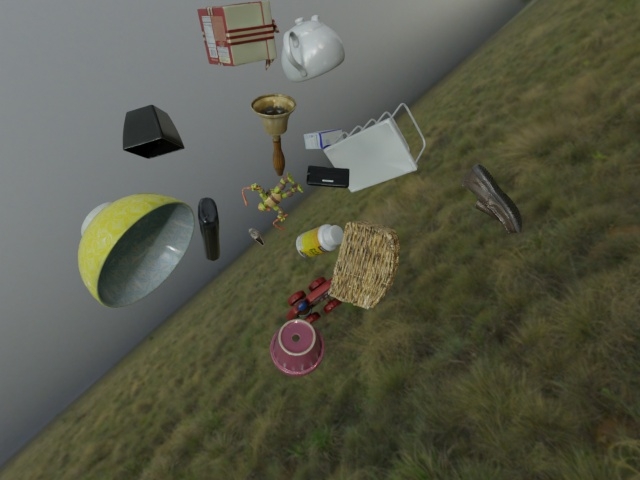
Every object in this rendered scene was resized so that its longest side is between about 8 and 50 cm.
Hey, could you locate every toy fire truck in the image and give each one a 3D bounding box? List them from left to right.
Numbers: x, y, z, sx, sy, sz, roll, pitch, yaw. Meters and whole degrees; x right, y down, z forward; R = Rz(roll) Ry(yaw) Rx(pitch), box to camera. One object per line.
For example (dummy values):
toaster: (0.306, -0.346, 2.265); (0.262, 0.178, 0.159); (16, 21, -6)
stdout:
toy fire truck: (-0.037, 0.284, 1.915); (0.302, 0.169, 0.254); (-33, -17, -8)

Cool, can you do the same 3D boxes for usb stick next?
usb stick: (-0.276, -0.020, 0.998); (0.045, 0.077, 0.278); (-9, -18, -16)

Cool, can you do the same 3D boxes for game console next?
game console: (0.022, -0.179, 1.176); (0.071, 0.122, 0.107); (94, 180, -54)

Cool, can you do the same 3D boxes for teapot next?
teapot: (-0.045, -0.702, 1.445); (0.253, 0.187, 0.256); (-31, 33, -10)

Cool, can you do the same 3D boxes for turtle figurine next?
turtle figurine: (-0.182, -0.178, 1.697); (0.217, 0.269, 0.087); (-34, 32, 14)

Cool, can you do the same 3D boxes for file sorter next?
file sorter: (0.197, -0.327, 1.412); (0.278, 0.192, 0.173); (-15, 30, 42)

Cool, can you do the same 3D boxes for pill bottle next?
pill bottle: (0.000, 0.000, 1.742); (0.215, 0.117, 0.117); (-20, 20, 46)

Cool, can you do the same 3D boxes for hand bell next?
hand bell: (-0.130, -0.295, 1.190); (0.126, 0.126, 0.241); (-45, -28, -34)

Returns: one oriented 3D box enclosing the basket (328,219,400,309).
basket: (0.184, 0.085, 1.496); (0.223, 0.214, 0.298); (-9, -66, -72)

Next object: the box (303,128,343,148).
box: (0.015, -0.462, 1.822); (0.126, 0.072, 0.137); (-21, 22, -32)

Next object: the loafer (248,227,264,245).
loafer: (-0.342, -0.019, 2.170); (0.045, 0.125, 0.039); (-32, 43, 11)

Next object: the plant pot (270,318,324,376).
plant pot: (-0.082, 0.373, 1.441); (0.201, 0.201, 0.180); (-44, -19, -24)

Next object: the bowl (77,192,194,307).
bowl: (-0.454, -0.004, 0.938); (0.289, 0.156, 0.289); (-55, -12, -17)

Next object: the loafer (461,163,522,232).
loafer: (0.791, -0.177, 1.850); (0.130, 0.365, 0.134); (-39, -11, 37)

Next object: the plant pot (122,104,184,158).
plant pot: (-0.727, -0.472, 1.720); (0.188, 0.166, 0.187); (-12, -2, 9)

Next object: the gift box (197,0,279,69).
gift box: (-0.346, -0.877, 1.734); (0.258, 0.255, 0.276); (-30, -46, -31)
